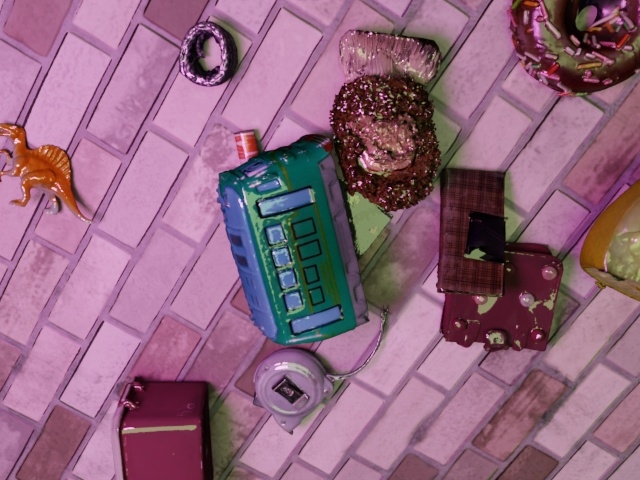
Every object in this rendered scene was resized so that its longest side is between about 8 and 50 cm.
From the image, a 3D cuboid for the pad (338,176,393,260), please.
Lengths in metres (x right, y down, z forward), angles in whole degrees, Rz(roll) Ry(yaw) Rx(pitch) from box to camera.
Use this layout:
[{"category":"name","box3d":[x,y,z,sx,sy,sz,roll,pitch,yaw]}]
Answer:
[{"category":"pad","box3d":[0.000,0.000,1.124,0.170,0.006,0.245,36,105,-8]}]

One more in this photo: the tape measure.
[{"category":"tape measure","box3d":[-0.001,0.237,1.154,0.164,0.084,0.330,38,106,-14]}]

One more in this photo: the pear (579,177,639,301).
[{"category":"pear","box3d":[0.648,-0.022,0.996,0.342,0.238,0.318,24,94,0]}]

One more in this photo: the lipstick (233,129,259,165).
[{"category":"lipstick","box3d":[-0.127,-0.136,1.067,0.038,0.038,0.130,-9,107,4]}]

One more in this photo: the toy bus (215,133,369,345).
[{"category":"toy bus","box3d":[-0.054,0.006,1.009,0.199,0.183,0.343,-19,106,-18]}]

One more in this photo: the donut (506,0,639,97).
[{"category":"donut","box3d":[0.446,-0.371,0.952,0.270,0.103,0.269,0,109,1]}]

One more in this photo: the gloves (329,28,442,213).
[{"category":"gloves","box3d":[0.115,-0.201,0.989,0.210,0.135,0.312,10,86,-23]}]

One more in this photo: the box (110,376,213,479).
[{"category":"box","box3d":[-0.308,0.430,1.168,0.167,0.193,0.294,-1,107,-4]}]

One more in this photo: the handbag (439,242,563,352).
[{"category":"handbag","box3d":[0.343,0.111,1.113,0.203,0.074,0.216,6,106,2]}]

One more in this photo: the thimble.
[{"category":"thimble","box3d":[-0.191,-0.319,1.000,0.095,0.066,0.104,32,104,-5]}]

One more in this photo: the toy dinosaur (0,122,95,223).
[{"category":"toy dinosaur","box3d":[-0.509,-0.122,1.084,0.212,0.057,0.142,17,87,-15]}]

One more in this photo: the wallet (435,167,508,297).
[{"category":"wallet","box3d":[0.274,-0.015,1.046,0.124,0.042,0.230,4,77,1]}]
